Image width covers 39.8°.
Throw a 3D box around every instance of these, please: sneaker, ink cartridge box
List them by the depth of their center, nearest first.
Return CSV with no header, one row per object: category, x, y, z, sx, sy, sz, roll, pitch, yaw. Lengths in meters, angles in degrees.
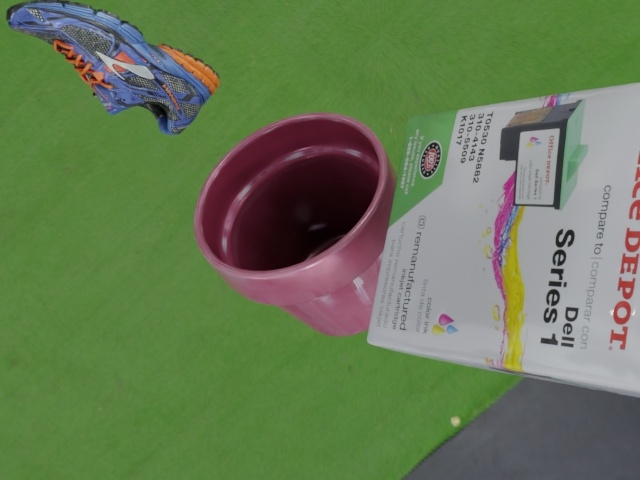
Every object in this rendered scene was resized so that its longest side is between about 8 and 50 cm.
ink cartridge box,0.177,0.003,0.655,0.117,0.278,0.201,16,82,-34
sneaker,-0.204,-0.170,0.872,0.221,0.083,0.087,22,88,-32

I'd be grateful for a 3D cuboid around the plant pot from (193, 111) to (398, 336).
plant pot,0.000,0.000,0.905,0.201,0.201,0.180,-24,139,9
